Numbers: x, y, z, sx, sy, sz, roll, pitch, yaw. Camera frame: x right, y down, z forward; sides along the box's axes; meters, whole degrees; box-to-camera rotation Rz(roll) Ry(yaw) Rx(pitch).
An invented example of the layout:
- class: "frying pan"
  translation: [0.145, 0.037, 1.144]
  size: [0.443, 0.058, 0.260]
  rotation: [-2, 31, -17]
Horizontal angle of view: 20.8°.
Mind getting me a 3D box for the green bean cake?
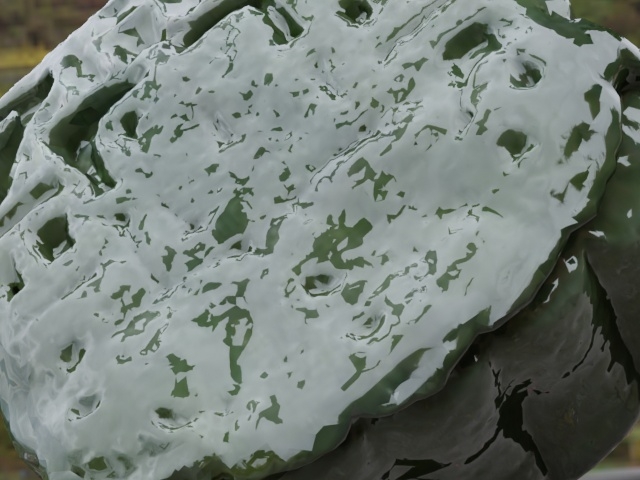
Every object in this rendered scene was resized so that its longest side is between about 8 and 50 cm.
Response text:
- class: "green bean cake"
  translation: [0.000, 0.000, 0.556]
  size: [0.222, 0.125, 0.227]
  rotation: [-37, 45, -4]
